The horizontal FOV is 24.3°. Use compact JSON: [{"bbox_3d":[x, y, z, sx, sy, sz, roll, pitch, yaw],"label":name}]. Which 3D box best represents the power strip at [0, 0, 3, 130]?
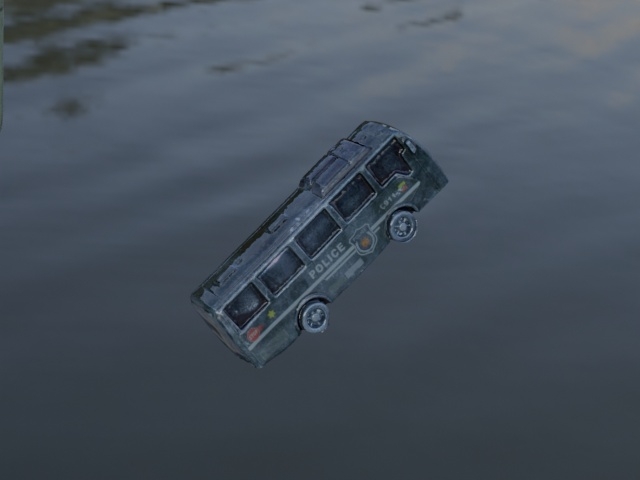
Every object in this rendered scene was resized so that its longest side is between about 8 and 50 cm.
[{"bbox_3d":[-0.170,-0.126,0.576,0.093,0.288,0.053,18,27,25],"label":"power strip"}]

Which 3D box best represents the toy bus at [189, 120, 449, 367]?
[{"bbox_3d":[0.000,0.000,0.877,0.166,0.065,0.047,-46,30,-12],"label":"toy bus"}]
